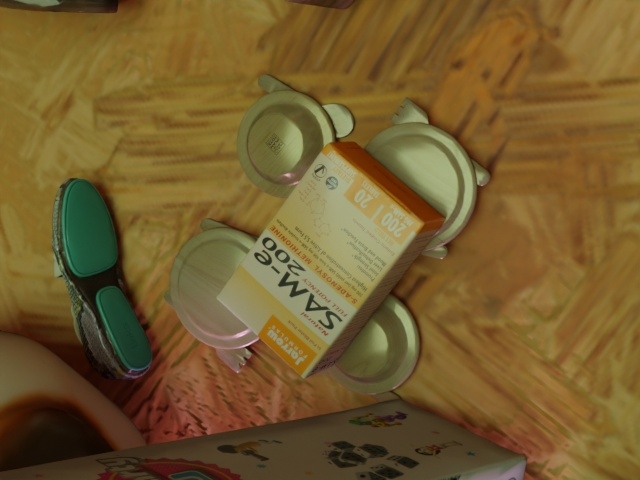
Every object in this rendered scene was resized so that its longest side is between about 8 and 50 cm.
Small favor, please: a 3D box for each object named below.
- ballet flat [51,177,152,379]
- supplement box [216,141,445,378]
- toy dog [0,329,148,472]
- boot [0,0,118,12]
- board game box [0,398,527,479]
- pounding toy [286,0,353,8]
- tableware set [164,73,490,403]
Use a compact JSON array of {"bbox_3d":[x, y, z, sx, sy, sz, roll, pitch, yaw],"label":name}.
[{"bbox_3d":[-0.128,0.024,0.687,0.041,0.041,0.114,-20,87,24],"label":"ballet flat"},{"bbox_3d":[0.004,0.009,0.604,0.062,0.036,0.098,41,109,14],"label":"supplement box"},{"bbox_3d":[-0.258,0.215,0.615,0.408,0.284,0.395,-39,109,-14],"label":"toy dog"},{"bbox_3d":[-0.193,-0.190,0.666,0.219,0.082,0.106,22,107,22],"label":"boot"},{"bbox_3d":[-0.059,0.201,0.522,0.097,0.303,0.224,19,107,46],"label":"board game box"},{"bbox_3d":[0.011,-0.180,0.566,0.130,0.100,0.141,-43,79,22],"label":"pounding toy"},{"bbox_3d":[0.000,0.000,0.637,0.141,0.020,0.169,26,104,18],"label":"tableware set"}]
